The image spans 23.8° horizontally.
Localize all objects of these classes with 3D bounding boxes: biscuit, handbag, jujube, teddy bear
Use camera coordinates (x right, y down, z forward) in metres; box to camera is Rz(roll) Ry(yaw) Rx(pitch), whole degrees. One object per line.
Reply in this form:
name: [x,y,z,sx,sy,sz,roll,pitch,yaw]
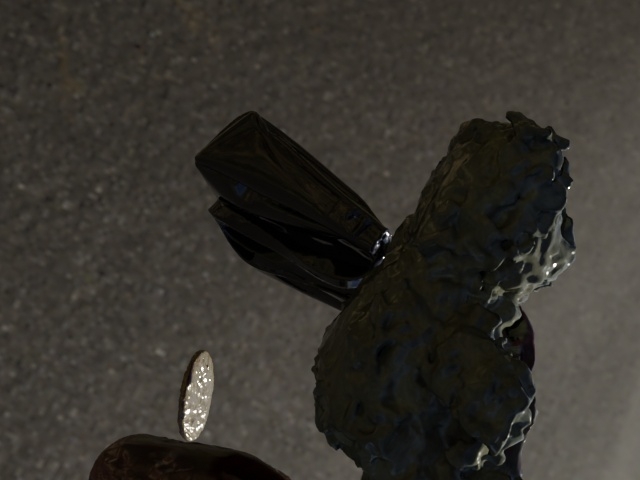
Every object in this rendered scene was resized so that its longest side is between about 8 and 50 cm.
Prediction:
biscuit: [-0.157,0.196,1.925,0.120,0.015,0.120,7,90,-76]
handbag: [0.000,0.001,1.710,0.113,0.257,0.285,-52,153,-14]
jujube: [-0.130,0.295,1.588,0.190,0.255,0.190,-24,123,-44]
teddy bear: [0.139,0.062,1.370,0.367,0.224,0.357,-58,-158,19]
